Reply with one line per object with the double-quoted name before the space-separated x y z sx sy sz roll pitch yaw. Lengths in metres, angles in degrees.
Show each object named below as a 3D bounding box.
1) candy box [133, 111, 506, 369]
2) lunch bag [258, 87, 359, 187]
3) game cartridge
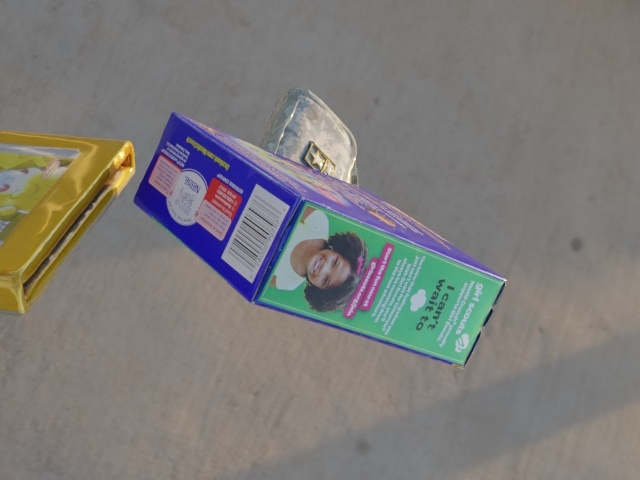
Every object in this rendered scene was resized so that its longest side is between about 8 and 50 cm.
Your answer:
"candy box" 0.000 0.000 1.193 0.317 0.268 0.122 19 101 -40
"lunch bag" -0.040 -0.074 1.809 0.287 0.168 0.235 80 25 -45
"game cartridge" -0.391 -0.039 1.137 0.323 0.053 0.285 7 33 10
